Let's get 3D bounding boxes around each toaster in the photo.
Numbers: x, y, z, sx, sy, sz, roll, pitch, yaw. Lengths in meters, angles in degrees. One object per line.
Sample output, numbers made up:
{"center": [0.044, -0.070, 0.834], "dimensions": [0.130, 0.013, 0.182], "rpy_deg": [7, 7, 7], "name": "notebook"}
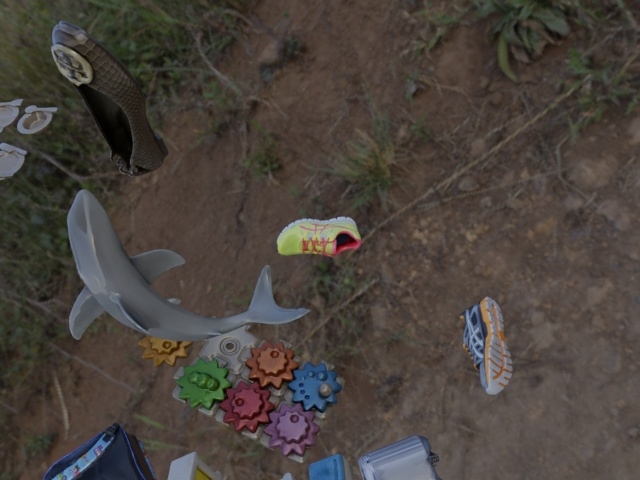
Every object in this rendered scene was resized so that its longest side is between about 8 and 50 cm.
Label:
{"center": [0.164, 0.486, 1.396], "dimensions": [0.146, 0.129, 0.227], "rpy_deg": [-17, -16, -6], "name": "toaster"}

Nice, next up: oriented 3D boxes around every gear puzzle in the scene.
{"center": [-0.136, 0.205, 1.075], "dimensions": [0.175, 0.338, 0.044], "rpy_deg": [-58, -15, -34], "name": "gear puzzle"}

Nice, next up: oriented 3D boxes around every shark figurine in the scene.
{"center": [-0.168, 0.078, 0.748], "dimensions": [0.166, 0.278, 0.116], "rpy_deg": [-63, 22, 4], "name": "shark figurine"}

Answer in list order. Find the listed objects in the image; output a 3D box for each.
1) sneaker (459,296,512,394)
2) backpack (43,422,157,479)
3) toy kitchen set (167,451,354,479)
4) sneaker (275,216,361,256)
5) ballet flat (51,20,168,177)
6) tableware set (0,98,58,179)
{"center": [0.340, 0.224, 1.401], "dimensions": [0.083, 0.084, 0.215], "rpy_deg": [-27, 40, 33], "name": "sneaker"}
{"center": [-0.391, 0.437, 1.190], "dimensions": [0.173, 0.158, 0.117], "rpy_deg": [-31, -28, -10], "name": "backpack"}
{"center": [-0.076, 0.347, 0.893], "dimensions": [0.207, 0.166, 0.122], "rpy_deg": [-25, 36, 12], "name": "toy kitchen set"}
{"center": [0.000, 0.000, 1.547], "dimensions": [0.094, 0.208, 0.082], "rpy_deg": [-123, 26, -51], "name": "sneaker"}
{"center": [-0.228, -0.138, 0.729], "dimensions": [0.058, 0.084, 0.250], "rpy_deg": [-53, -15, -16], "name": "ballet flat"}
{"center": [-0.483, -0.156, 1.013], "dimensions": [0.020, 0.141, 0.169], "rpy_deg": [76, -150, -51], "name": "tableware set"}
